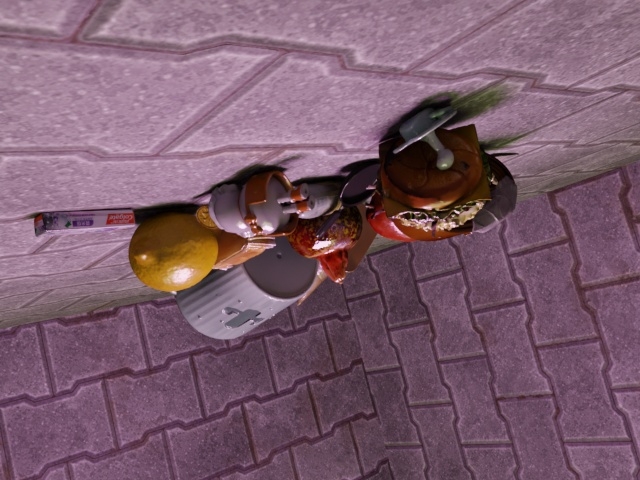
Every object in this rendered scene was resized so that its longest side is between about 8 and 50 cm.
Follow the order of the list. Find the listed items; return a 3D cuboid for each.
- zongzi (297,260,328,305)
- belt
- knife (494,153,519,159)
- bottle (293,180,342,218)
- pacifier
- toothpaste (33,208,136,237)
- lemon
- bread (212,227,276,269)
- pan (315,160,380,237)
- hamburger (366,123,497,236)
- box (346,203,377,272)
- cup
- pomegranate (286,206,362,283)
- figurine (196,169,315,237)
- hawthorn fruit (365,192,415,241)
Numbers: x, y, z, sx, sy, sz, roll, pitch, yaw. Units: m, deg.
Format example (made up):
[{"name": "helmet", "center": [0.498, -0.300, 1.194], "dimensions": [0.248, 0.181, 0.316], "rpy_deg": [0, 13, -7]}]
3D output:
[{"name": "zongzi", "center": [0.033, 0.049, 2.032], "dimensions": [0.145, 0.300, 0.273], "rpy_deg": [28, 150, -26]}, {"name": "belt", "center": [0.333, -0.112, 1.589], "dimensions": [0.338, 0.217, 0.122], "rpy_deg": [-13, 174, -30]}, {"name": "knife", "center": [0.469, -0.228, 1.786], "dimensions": [0.297, 0.017, 0.047], "rpy_deg": [-8, 167, -40]}, {"name": "bottle", "center": [0.034, -0.109, 1.569], "dimensions": [0.269, 0.083, 0.083], "rpy_deg": [-15, 175, -43]}, {"name": "pacifier", "center": [0.209, -0.186, 1.183], "dimensions": [0.127, 0.117, 0.150], "rpy_deg": [-41, -174, -35]}, {"name": "toothpaste", "center": [-0.466, -0.036, 1.271], "dimensions": [0.047, 0.040, 0.196], "rpy_deg": [-15, 175, 42]}, {"name": "lemon", "center": [-0.332, 0.023, 1.448], "dimensions": [0.186, 0.187, 0.244], "rpy_deg": [-18, 172, 30]}, {"name": "bread", "center": [-0.207, -0.017, 1.551], "dimensions": [0.107, 0.136, 0.241], "rpy_deg": [-8, 168, -39]}, {"name": "pan", "center": [0.064, -0.098, 1.508], "dimensions": [0.235, 0.028, 0.136], "rpy_deg": [-47, 153, 8]}, {"name": "hamburger", "center": [0.219, -0.115, 1.272], "dimensions": [0.261, 0.243, 0.139], "rpy_deg": [-3, 143, 9]}, {"name": "box", "center": [0.070, -0.013, 1.875], "dimensions": [0.201, 0.144, 0.090], "rpy_deg": [-58, -165, -19]}, {"name": "cup", "center": [-0.252, 0.108, 1.843], "dimensions": [0.400, 0.310, 0.392], "rpy_deg": [-12, 168, -39]}, {"name": "pomegranate", "center": [0.016, -0.005, 1.683], "dimensions": [0.214, 0.248, 0.214], "rpy_deg": [-13, 167, -3]}, {"name": "figurine", "center": [-0.143, -0.064, 1.332], "dimensions": [0.271, 0.143, 0.143], "rpy_deg": [-18, 173, 14]}, {"name": "hawthorn fruit", "center": [0.217, -0.090, 1.803], "dimensions": [0.202, 0.185, 0.185], "rpy_deg": [5, 168, -16]}]
